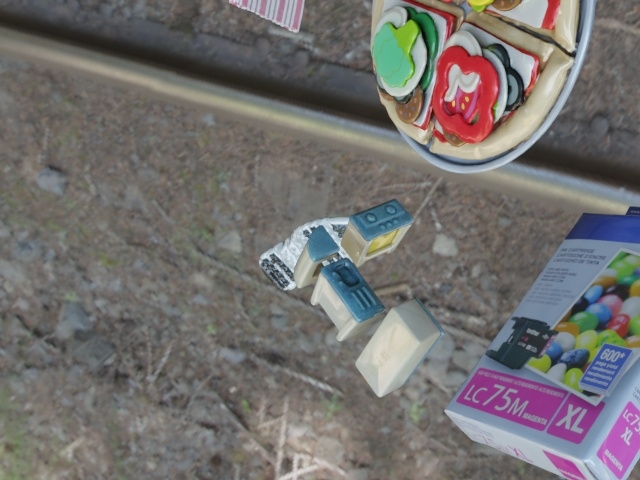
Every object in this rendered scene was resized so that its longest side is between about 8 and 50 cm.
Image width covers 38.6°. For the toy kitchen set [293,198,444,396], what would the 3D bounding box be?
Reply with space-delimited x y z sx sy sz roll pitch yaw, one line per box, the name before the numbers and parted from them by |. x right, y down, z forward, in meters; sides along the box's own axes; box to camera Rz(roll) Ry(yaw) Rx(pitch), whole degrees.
toy kitchen set | 0.091 0.046 1.094 0.207 0.166 0.122 53 142 21

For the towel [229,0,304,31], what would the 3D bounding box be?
towel | -0.092 -0.491 1.737 0.029 0.197 0.144 12 92 35

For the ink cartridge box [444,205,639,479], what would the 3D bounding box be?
ink cartridge box | 0.268 0.070 0.846 0.065 0.311 0.186 49 161 -23

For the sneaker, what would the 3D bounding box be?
sneaker | 0.000 0.000 1.731 0.292 0.118 0.110 -22 108 50

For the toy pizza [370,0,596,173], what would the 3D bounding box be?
toy pizza | 0.082 -0.141 0.554 0.201 0.032 0.201 12 105 58
